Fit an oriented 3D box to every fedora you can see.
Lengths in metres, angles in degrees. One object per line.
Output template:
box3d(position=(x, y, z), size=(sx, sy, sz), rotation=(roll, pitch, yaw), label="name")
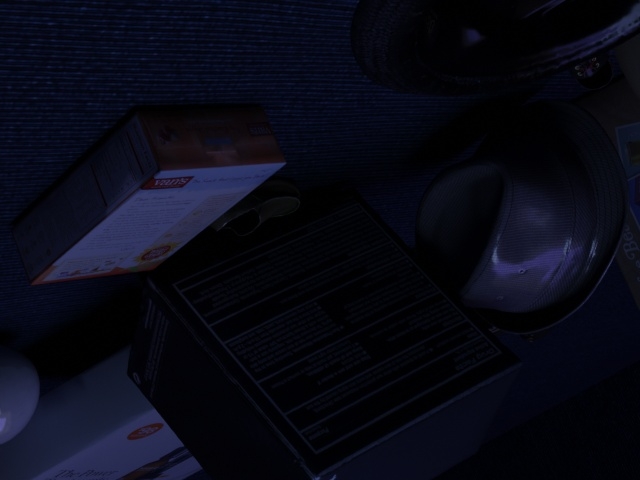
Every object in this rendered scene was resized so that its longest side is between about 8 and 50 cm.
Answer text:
box3d(position=(0.197, -0.023, 1.710), size=(0.124, 0.244, 0.275), rotation=(-2, 148, -35), label="fedora")
box3d(position=(0.146, -0.234, 1.104), size=(0.334, 0.152, 0.334), rotation=(-21, 164, -6), label="fedora")

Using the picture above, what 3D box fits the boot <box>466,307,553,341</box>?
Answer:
box3d(position=(0.300, 0.127, 2.400), size=(0.198, 0.077, 0.137), rotation=(-31, 137, -24), label="boot")

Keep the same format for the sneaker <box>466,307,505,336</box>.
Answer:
box3d(position=(0.193, 0.124, 2.433), size=(0.286, 0.109, 0.130), rotation=(-33, 152, -19), label="sneaker")

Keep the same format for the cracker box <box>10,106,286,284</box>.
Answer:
box3d(position=(-0.164, -0.042, 1.474), size=(0.155, 0.067, 0.232), rotation=(-6, 158, -46), label="cracker box")

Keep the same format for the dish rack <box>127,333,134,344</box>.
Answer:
box3d(position=(-0.097, 0.103, 2.025), size=(0.333, 0.072, 0.285), rotation=(-33, 160, 34), label="dish rack")

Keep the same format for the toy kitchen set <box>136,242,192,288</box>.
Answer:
box3d(position=(-0.181, 0.046, 1.731), size=(0.075, 0.068, 0.083), rotation=(-29, 162, 24), label="toy kitchen set")

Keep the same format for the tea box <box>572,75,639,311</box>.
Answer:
box3d(position=(0.471, -0.029, 1.882), size=(0.220, 0.329, 0.323), rotation=(-27, 164, 19), label="tea box")

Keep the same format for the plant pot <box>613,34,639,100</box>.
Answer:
box3d(position=(0.380, -0.173, 1.363), size=(0.284, 0.191, 0.284), rotation=(3, 165, 1), label="plant pot")

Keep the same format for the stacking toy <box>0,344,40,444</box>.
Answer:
box3d(position=(-0.500, 0.236, 1.668), size=(0.480, 0.350, 0.350), rotation=(-34, 175, -40), label="stacking toy")

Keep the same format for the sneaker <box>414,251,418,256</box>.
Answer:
box3d(position=(0.248, 0.038, 2.229), size=(0.118, 0.110, 0.292), rotation=(-40, 159, 24), label="sneaker")

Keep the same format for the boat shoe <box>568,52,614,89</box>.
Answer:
box3d(position=(0.277, -0.191, 1.625), size=(0.049, 0.042, 0.133), rotation=(-24, 163, 14), label="boat shoe")

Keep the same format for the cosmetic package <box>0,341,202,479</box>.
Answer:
box3d(position=(-0.203, 0.224, 1.981), size=(0.284, 0.097, 0.377), rotation=(-33, 161, 22), label="cosmetic package")

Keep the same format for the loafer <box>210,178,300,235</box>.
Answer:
box3d(position=(-0.075, -0.032, 1.652), size=(0.148, 0.050, 0.056), rotation=(-5, 157, -45), label="loafer")

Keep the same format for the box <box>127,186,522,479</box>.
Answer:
box3d(position=(-0.002, 0.140, 1.682), size=(0.296, 0.294, 0.183), rotation=(-24, 147, -33), label="box")
